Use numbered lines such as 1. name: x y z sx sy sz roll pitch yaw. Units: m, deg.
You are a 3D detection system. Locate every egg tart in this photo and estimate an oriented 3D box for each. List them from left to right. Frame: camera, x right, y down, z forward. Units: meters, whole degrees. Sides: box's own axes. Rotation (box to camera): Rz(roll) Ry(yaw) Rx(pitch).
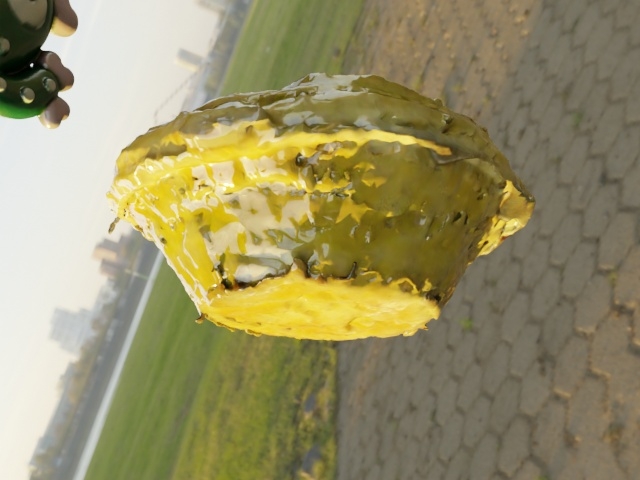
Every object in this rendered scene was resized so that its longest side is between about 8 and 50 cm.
1. egg tart: 0.001 0.000 0.694 0.341 0.341 0.132 131 143 -63

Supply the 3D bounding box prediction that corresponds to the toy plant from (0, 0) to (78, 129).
1. toy plant: -0.352 -0.238 0.916 0.112 0.232 0.243 -19 62 34
